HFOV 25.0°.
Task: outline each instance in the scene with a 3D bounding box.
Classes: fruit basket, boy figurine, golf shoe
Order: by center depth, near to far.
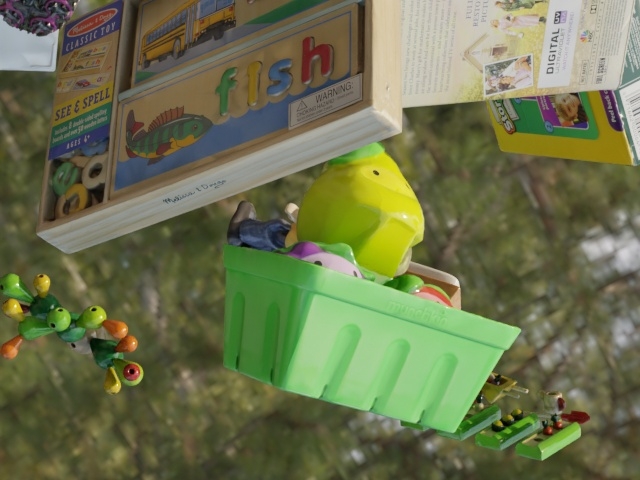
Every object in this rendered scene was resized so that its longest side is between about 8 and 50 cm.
[{"bbox_3d":[-0.207,-0.239,1.128,0.186,0.067,0.086,118,-13,-48],"label":"golf shoe"},{"bbox_3d":[0.065,0.039,1.937,0.392,0.392,0.283,-37,-157,-22],"label":"fruit basket"},{"bbox_3d":[0.000,0.000,2.183,0.285,0.177,0.092,4,-122,26],"label":"boy figurine"}]

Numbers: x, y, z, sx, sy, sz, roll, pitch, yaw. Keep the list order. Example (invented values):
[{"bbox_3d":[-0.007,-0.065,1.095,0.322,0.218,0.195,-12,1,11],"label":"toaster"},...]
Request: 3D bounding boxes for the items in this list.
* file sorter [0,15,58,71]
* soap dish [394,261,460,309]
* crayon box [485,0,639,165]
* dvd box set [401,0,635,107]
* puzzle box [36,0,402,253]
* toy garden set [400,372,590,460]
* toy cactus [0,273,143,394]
[{"bbox_3d":[-0.566,-0.376,2.236,0.277,0.193,0.173,-4,-161,-39],"label":"file sorter"},{"bbox_3d":[0.125,0.153,2.472,0.228,0.291,0.118,17,-125,19],"label":"soap dish"},{"bbox_3d":[0.337,-0.300,2.079,0.106,0.363,0.313,-27,-160,-23],"label":"crayon box"},{"bbox_3d":[0.170,-0.305,1.669,0.420,0.308,0.062,-7,-147,-15],"label":"dvd box set"},{"bbox_3d":[-0.103,-0.166,1.416,0.408,0.052,0.272,-19,-126,30],"label":"puzzle box"},{"bbox_3d":[0.274,0.244,2.125,0.244,0.049,0.203,8,-162,39],"label":"toy garden set"},{"bbox_3d":[-0.305,0.122,1.791,0.180,0.219,0.112,62,52,-78],"label":"toy cactus"}]
